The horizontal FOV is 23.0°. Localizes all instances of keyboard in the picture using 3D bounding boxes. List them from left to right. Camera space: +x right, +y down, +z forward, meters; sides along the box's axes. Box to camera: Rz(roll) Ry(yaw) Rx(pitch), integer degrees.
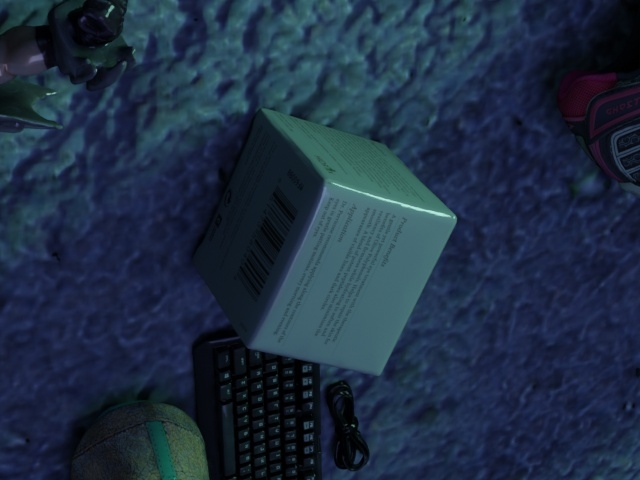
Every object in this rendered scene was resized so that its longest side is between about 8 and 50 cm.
[{"bbox_3d":[-0.020,0.125,0.956,0.108,0.023,0.180,-13,124,-19],"label":"keyboard"}]

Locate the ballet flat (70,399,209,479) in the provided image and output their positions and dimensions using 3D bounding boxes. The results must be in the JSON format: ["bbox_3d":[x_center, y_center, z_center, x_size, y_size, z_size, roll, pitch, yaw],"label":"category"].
[{"bbox_3d":[-0.108,0.245,0.933,0.107,0.106,0.316,-11,123,-20],"label":"ballet flat"}]

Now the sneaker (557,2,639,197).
[{"bbox_3d":[0.256,-0.152,0.868,0.112,0.121,0.299,37,92,-7],"label":"sneaker"}]

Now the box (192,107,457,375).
[{"bbox_3d":[0.000,0.000,0.841,0.087,0.102,0.101,14,111,-29],"label":"box"}]

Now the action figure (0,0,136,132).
[{"bbox_3d":[-0.155,-0.147,0.685,0.185,0.099,0.285,12,116,-36],"label":"action figure"}]
